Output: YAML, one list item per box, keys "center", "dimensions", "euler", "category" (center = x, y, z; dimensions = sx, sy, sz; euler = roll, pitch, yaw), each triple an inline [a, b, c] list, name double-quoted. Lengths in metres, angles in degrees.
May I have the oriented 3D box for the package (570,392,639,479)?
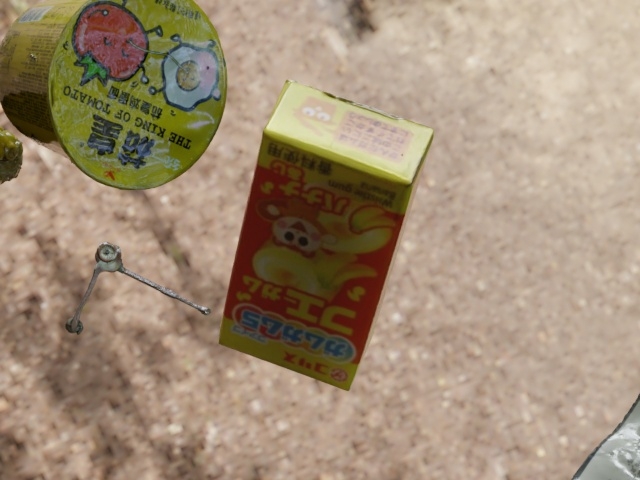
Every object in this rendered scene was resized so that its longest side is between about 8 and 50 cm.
- center: [0.353, 0.220, 1.595]
  dimensions: [0.232, 0.166, 0.040]
  euler: [-49, 144, -25]
  category: "package"

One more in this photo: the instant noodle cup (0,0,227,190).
- center: [-0.196, -0.144, 1.440]
  dimensions: [0.182, 0.144, 0.182]
  euler: [-10, 106, -37]
  category: "instant noodle cup"

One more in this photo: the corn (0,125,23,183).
- center: [-0.397, -0.075, 1.464]
  dimensions: [0.261, 0.097, 0.097]
  euler: [0, 66, -32]
  category: "corn"

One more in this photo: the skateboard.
- center: [-0.116, 0.044, 1.044]
  dimensions: [0.083, 0.032, 0.064]
  euler: [24, 79, -7]
  category: "skateboard"

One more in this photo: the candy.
- center: [0.000, 0.000, 1.471]
  dimensions: [0.146, 0.276, 0.088]
  euler: [20, 44, 4]
  category: "candy"
